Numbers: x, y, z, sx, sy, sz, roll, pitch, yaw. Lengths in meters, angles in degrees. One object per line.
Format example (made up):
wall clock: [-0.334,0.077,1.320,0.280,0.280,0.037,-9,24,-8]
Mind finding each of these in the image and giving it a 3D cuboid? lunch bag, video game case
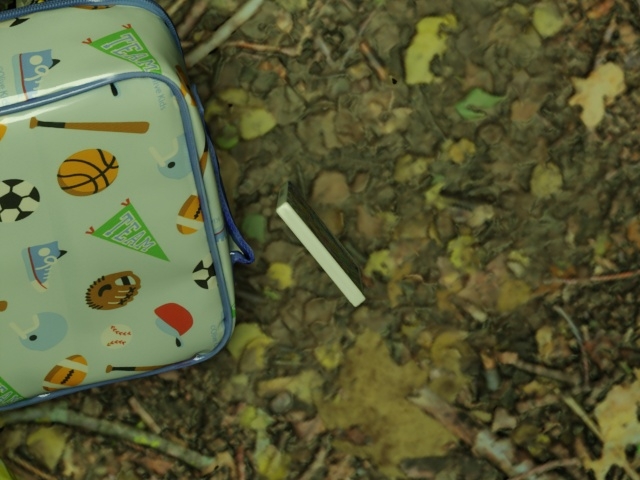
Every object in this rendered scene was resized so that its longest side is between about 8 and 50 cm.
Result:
lunch bag: [-0.175,-0.016,1.040,0.243,0.115,0.303,-15,138,-7]
video game case: [0.000,0.000,1.104,0.011,0.122,0.087,-39,97,5]

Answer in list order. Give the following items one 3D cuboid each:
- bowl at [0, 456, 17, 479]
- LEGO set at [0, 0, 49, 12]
bowl: [-0.368,0.183,1.087,0.289,0.289,0.156,-33,65,5]
LEGO set: [-0.207,-0.217,1.005,0.192,0.255,0.331,40,99,-4]
